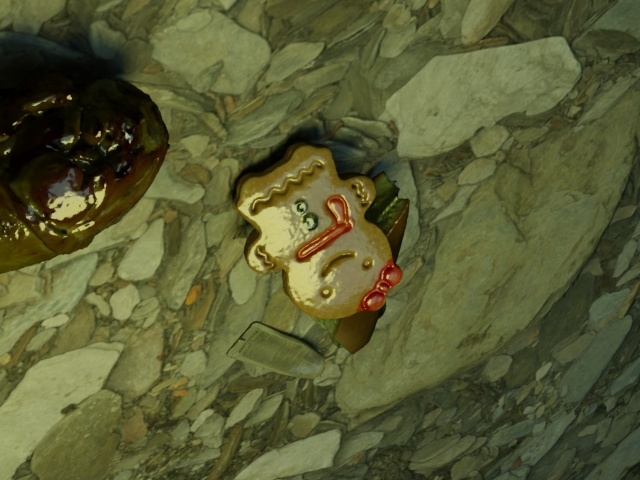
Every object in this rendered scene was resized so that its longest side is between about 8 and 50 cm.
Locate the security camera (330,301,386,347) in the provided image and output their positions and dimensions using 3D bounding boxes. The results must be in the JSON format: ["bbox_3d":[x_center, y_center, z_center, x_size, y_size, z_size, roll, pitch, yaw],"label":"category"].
[{"bbox_3d":[0.047,0.103,2.173,0.058,0.058,0.092,-24,152,-26],"label":"security camera"}]

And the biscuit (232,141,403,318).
[{"bbox_3d":[0.000,0.000,1.904,0.166,0.036,0.225,-32,118,-6],"label":"biscuit"}]

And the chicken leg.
[{"bbox_3d":[-0.295,-0.032,1.551,0.361,0.140,0.211,-31,147,-17],"label":"chicken leg"}]

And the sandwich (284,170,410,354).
[{"bbox_3d":[0.029,0.040,2.031,0.096,0.094,0.258,-21,142,-37],"label":"sandwich"}]

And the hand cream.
[{"bbox_3d":[-0.048,0.140,2.136,0.057,0.037,0.165,-50,140,13],"label":"hand cream"}]
